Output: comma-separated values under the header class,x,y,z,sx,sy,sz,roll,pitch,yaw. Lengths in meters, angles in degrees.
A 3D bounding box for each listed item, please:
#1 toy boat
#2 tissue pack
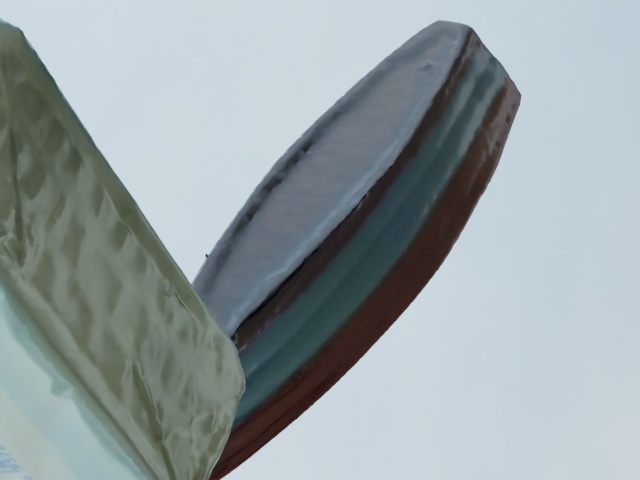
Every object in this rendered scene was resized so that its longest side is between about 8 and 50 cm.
class,x,y,z,sx,sy,sz,roll,pitch,yaw
toy boat,0.000,0.000,1.173,0.392,0.136,0.079,-51,-36,-38
tissue pack,-0.179,0.022,0.673,0.177,0.263,0.089,59,-142,-33
